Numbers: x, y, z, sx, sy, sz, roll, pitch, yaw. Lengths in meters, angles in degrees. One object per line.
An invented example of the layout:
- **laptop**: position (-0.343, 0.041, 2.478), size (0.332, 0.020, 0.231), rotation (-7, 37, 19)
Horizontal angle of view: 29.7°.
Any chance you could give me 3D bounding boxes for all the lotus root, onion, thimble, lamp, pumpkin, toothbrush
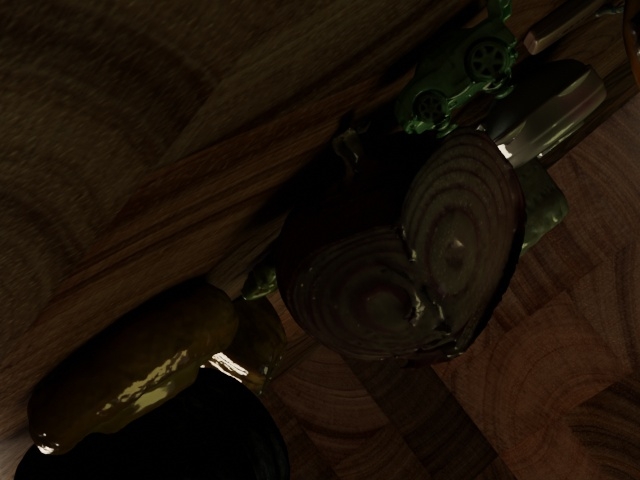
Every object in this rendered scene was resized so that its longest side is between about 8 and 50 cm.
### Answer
- **lotus root**: position (-0.118, 0.151, 1.737), size (0.159, 0.135, 0.095), rotation (-53, 168, 12)
- **onion**: position (0.076, -0.004, 1.312), size (0.230, 0.273, 0.256), rotation (-7, -169, 46)
- **thimble**: position (0.299, -0.044, 2.167), size (0.291, 0.195, 0.291), rotation (-35, 172, -6)
- **lamp**: position (0.302, -0.180, 1.662), size (0.179, 0.108, 0.246), rotation (-35, 175, 11)
- **pumpkin**: position (-0.225, 0.320, 1.576), size (0.363, 0.266, 0.363), rotation (-26, -179, 0)
- **toothbrush**: position (0.394, -0.313, 1.647), size (0.017, 0.014, 0.162), rotation (-25, 180, 32)

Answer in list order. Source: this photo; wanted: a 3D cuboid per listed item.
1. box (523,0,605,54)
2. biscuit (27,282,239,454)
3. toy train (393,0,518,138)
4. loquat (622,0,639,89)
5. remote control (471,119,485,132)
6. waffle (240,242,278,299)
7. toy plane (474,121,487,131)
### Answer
- **box**: position (0.292, -0.263, 1.422), size (0.115, 0.025, 0.048), rotation (-37, 174, -9)
- **biscuit**: position (-0.196, 0.142, 1.366), size (0.274, 0.091, 0.213), rotation (-28, 170, -41)
- **toy train**: position (0.129, -0.160, 1.118), size (0.149, 0.081, 0.099), rotation (-33, 174, 9)
- **loquat**: position (0.532, -0.256, 1.461), size (0.328, 0.328, 0.328), rotation (-37, 173, -5)
- **remote control**: position (0.249, -0.141, 1.831), size (0.233, 0.038, 0.098), rotation (-31, 146, -46)
- **waffle**: position (0.001, 0.002, 1.577), size (0.223, 0.054, 0.204), rotation (-39, 172, 19)
- **toy plane**: position (0.174, -0.114, 1.633), size (0.162, 0.065, 0.171), rotation (-42, 173, 30)
